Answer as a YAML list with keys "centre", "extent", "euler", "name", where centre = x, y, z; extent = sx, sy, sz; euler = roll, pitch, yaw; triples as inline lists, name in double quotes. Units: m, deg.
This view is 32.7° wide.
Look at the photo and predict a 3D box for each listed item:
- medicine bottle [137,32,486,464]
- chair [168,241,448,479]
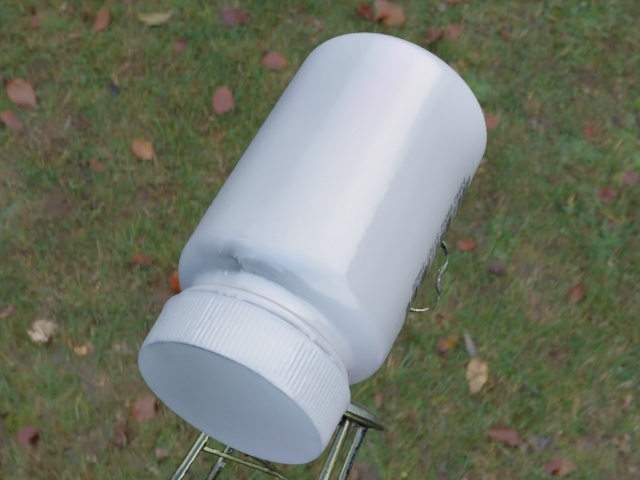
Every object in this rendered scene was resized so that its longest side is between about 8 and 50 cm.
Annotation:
- centre: [0.000, 0.000, 0.501]
  extent: [0.102, 0.103, 0.187]
  euler: [25, 59, 6]
  name: "medicine bottle"
- centre: [-0.014, 0.133, 0.934]
  extent: [0.159, 0.170, 0.326]
  euler: [23, 85, 13]
  name: "chair"
